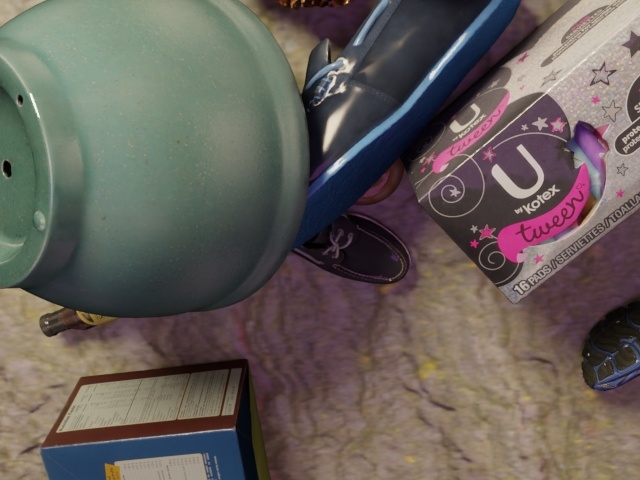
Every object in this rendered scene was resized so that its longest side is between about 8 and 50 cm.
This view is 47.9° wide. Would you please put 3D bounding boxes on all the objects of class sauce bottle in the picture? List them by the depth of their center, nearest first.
[{"bbox_3d":[-0.243,0.073,0.784,0.128,0.042,0.042,-22,109,8],"label":"sauce bottle"}]

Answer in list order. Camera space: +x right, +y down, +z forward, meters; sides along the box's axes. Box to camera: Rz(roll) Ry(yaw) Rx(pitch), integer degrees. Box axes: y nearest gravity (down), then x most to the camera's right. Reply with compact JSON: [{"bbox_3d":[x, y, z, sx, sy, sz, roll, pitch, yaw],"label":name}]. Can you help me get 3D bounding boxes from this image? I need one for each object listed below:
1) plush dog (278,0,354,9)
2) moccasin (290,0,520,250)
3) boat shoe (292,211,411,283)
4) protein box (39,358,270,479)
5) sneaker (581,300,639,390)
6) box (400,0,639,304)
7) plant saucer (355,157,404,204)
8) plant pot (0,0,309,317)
[{"bbox_3d":[-0.025,-0.315,0.576,0.262,0.210,0.225,39,126,-14],"label":"plush dog"},{"bbox_3d":[0.038,-0.136,0.665,0.117,0.138,0.342,43,88,13],"label":"moccasin"},{"bbox_3d":[0.000,0.000,0.739,0.206,0.065,0.075,25,109,-9],"label":"boat shoe"},{"bbox_3d":[-0.170,0.261,0.805,0.201,0.136,0.199,-6,111,3],"label":"protein box"},{"bbox_3d":[0.383,0.100,0.768,0.221,0.083,0.087,-36,112,16],"label":"sneaker"},{"bbox_3d":[0.210,-0.094,0.647,0.247,0.163,0.142,-42,107,15],"label":"box"},{"bbox_3d":[0.045,-0.073,0.737,0.084,0.015,0.083,0,112,0],"label":"plant saucer"},{"bbox_3d":[-0.182,-0.064,0.574,0.293,0.196,0.292,8,104,35],"label":"plant pot"}]
